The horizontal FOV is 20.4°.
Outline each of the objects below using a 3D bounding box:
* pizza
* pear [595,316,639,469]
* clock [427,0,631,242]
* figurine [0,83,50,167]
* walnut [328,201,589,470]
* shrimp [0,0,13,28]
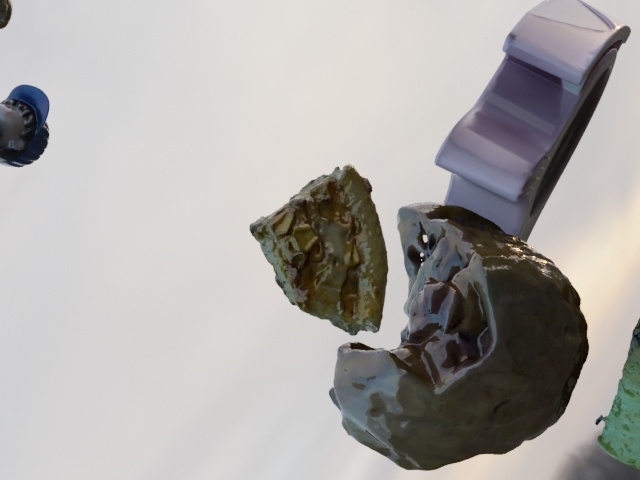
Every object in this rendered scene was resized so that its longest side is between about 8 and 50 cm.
[{"bbox_3d":[0.000,0.000,1.871,0.062,0.161,0.182,152,126,-62],"label":"pizza"},{"bbox_3d":[0.433,0.111,1.742,0.139,0.239,0.288,11,-82,-52],"label":"pear"},{"bbox_3d":[0.167,-0.074,1.563,0.275,0.080,0.290,-66,-12,20],"label":"clock"},{"bbox_3d":[-0.340,-0.111,1.821,0.149,0.086,0.087,-19,-70,-52],"label":"figurine"},{"bbox_3d":[0.135,0.078,1.434,0.141,0.204,0.238,-29,31,53],"label":"walnut"},{"bbox_3d":[-0.342,-0.318,1.580,0.077,0.168,0.317,-28,-42,-8],"label":"shrimp"}]
